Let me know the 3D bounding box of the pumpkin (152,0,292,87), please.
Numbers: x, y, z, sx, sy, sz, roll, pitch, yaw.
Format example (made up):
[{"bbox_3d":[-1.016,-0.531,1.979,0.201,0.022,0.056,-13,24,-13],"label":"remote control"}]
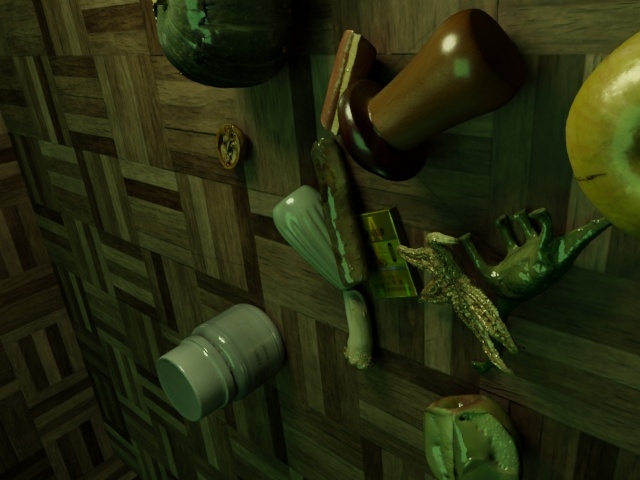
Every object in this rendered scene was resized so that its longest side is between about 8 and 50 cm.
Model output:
[{"bbox_3d":[-0.193,-0.465,1.027,0.291,0.257,0.328,12,111,60],"label":"pumpkin"}]

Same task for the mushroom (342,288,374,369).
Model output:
[{"bbox_3d":[0.086,0.204,1.255,0.084,0.071,0.209,-137,38,-64],"label":"mushroom"}]

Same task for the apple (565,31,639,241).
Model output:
[{"bbox_3d":[0.435,-0.119,0.602,0.286,0.233,0.286,25,126,39],"label":"apple"}]

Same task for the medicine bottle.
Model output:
[{"bbox_3d":[-0.281,0.344,1.515,0.245,0.306,0.245,22,125,35],"label":"medicine bottle"}]

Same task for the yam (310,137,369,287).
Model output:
[{"bbox_3d":[0.042,-0.057,1.116,0.067,0.071,0.317,165,92,-82],"label":"yam"}]

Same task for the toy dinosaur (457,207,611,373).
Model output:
[{"bbox_3d":[0.369,0.098,0.899,0.447,0.087,0.301,-21,95,55],"label":"toy dinosaur"}]

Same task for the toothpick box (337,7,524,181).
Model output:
[{"bbox_3d":[0.163,-0.222,0.860,0.294,0.192,0.192,-30,89,43],"label":"toothpick box"}]

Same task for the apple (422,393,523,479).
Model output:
[{"bbox_3d":[0.306,0.406,1.069,0.207,0.174,0.188,-4,89,48],"label":"apple"}]

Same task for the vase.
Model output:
[{"bbox_3d":[0.000,0.000,1.190,0.248,0.128,0.128,54,139,-5],"label":"vase"}]

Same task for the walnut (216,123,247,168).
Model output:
[{"bbox_3d":[-0.214,-0.238,1.321,0.091,0.052,0.121,38,132,26],"label":"walnut"}]

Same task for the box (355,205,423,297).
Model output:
[{"bbox_3d":[0.137,0.029,1.134,0.121,0.030,0.193,-9,105,47],"label":"box"}]

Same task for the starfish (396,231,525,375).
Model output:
[{"bbox_3d":[0.239,0.088,0.957,0.299,0.060,0.302,58,170,-19],"label":"starfish"}]

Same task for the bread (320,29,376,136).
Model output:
[{"bbox_3d":[0.056,-0.304,0.981,0.067,0.119,0.192,19,131,1],"label":"bread"}]
